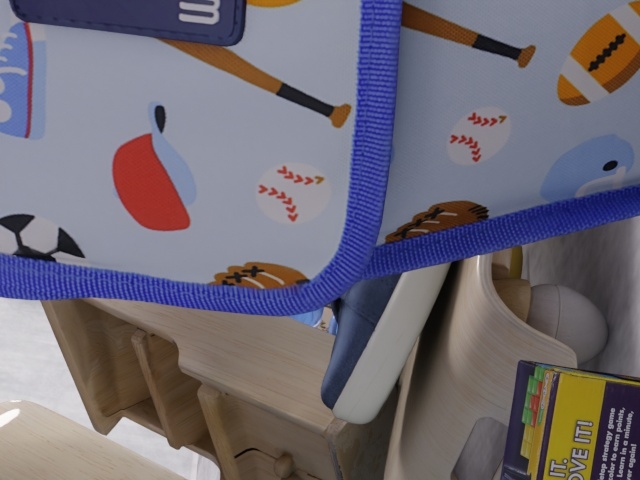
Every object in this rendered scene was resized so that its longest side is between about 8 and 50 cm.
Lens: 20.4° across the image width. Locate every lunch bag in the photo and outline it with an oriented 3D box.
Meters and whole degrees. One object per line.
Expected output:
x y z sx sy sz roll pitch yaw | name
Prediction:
0.007 -0.157 0.735 0.239 0.386 0.327 -131 38 -52 | lunch bag

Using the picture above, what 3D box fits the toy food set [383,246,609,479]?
0.120 0.022 1.103 0.219 0.092 0.306 107 177 -47 | toy food set

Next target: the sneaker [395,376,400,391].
0.075 0.180 1.305 0.077 0.072 0.178 156 115 -66 | sneaker

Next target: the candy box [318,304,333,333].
0.000 0.000 1.942 0.159 0.071 0.233 114 162 -59 | candy box

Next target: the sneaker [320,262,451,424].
0.019 -0.065 1.089 0.131 0.148 0.350 113 171 -71 | sneaker

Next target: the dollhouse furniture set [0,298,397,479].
-0.155 0.216 1.165 0.394 0.256 0.362 -51 -32 -29 | dollhouse furniture set

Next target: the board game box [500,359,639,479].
0.131 0.137 0.652 0.048 0.141 0.170 -168 88 -82 | board game box

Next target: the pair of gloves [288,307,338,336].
0.017 0.052 1.733 0.198 0.023 0.159 -24 47 53 | pair of gloves
